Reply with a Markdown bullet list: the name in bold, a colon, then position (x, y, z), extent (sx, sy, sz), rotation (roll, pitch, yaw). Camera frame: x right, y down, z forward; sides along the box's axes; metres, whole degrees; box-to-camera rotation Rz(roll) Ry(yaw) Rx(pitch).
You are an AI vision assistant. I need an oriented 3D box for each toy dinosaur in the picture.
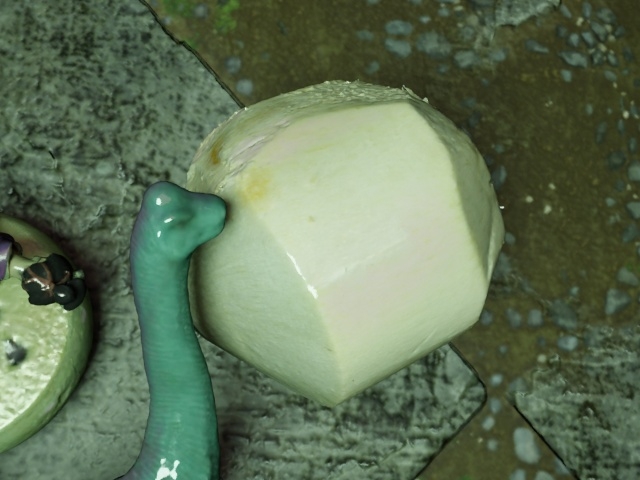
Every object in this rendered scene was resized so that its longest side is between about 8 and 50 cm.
- **toy dinosaur**: position (-0.177, 0.181, 0.352), extent (0.383, 0.129, 0.331), rotation (-27, 116, -16)

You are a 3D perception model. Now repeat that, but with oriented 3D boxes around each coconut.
- **coconut**: position (0.002, 0.002, 0.453), extent (0.241, 0.241, 0.241), rotation (2, 78, -10)

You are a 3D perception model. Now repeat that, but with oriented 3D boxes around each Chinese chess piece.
- **Chinese chess piece**: position (-0.268, 0.068, 0.464), extent (0.188, 0.083, 0.189), rotation (2, 73, -8)

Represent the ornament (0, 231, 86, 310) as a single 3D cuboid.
- **ornament**: position (-0.248, 0.003, 0.408), extent (0.203, 0.081, 0.088), rotation (26, 70, -5)
